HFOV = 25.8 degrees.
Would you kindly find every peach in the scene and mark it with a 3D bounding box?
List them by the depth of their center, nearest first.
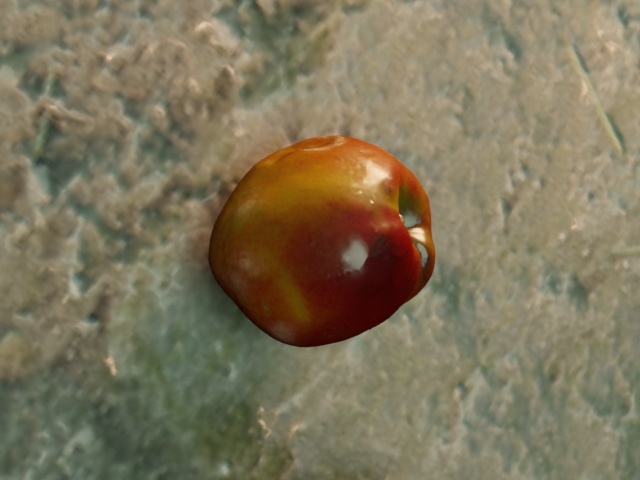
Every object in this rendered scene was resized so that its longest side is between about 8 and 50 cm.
[{"bbox_3d":[-0.001,0.000,0.666,0.100,0.100,0.101,-2,95,-27],"label":"peach"}]
